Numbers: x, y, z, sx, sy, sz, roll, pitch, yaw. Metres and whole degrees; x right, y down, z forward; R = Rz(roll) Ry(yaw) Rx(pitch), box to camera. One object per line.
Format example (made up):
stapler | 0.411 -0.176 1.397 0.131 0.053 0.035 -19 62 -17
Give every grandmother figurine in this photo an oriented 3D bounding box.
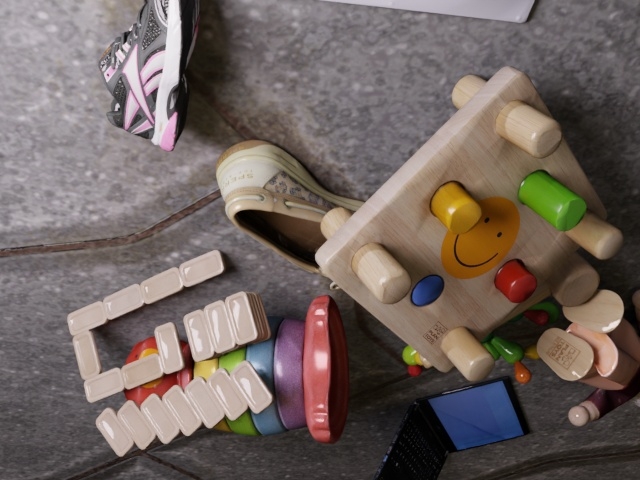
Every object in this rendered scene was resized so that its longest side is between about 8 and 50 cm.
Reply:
grandmother figurine | 0.416 0.173 1.020 0.342 0.104 0.208 25 107 -46

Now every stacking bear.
stacking bear | -0.117 0.174 0.947 0.288 0.176 0.164 -4 162 11

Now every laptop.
laptop | 0.223 0.370 1.228 0.136 0.264 0.234 14 151 35

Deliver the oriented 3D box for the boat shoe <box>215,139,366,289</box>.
boat shoe | 0.000 0.000 0.803 0.285 0.089 0.104 29 127 -35

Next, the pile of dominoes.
pile of dominoes | -0.178 0.140 0.887 0.251 0.196 0.040 -23 165 18

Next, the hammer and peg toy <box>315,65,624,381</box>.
hammer and peg toy | 0.180 0.028 0.768 0.266 0.127 0.361 -44 131 3

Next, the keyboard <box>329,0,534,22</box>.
keyboard | 0.066 -0.226 0.612 0.255 0.014 0.072 3 144 -11

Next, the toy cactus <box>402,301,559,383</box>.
toy cactus | 0.200 0.112 0.967 0.218 0.112 0.181 -13 130 20

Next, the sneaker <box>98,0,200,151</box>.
sneaker | -0.151 -0.153 0.625 0.077 0.072 0.178 13 131 -6
